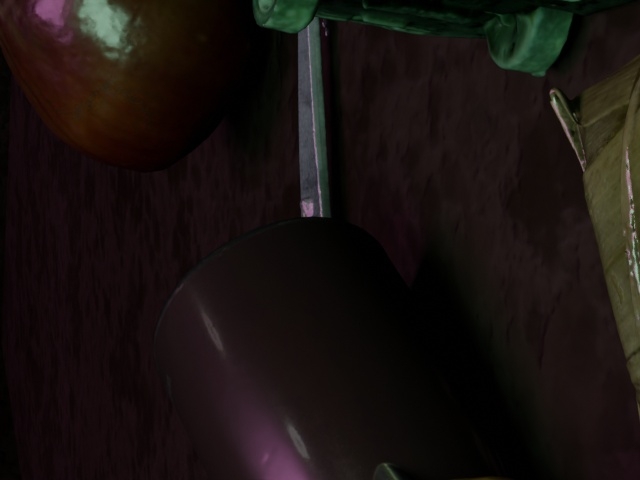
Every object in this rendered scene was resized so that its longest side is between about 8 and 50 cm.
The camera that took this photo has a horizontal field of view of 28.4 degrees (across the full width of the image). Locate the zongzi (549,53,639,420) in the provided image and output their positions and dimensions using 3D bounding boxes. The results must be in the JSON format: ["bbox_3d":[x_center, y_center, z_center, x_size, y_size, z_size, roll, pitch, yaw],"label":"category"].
[{"bbox_3d":[0.137,0.001,0.352,0.176,0.078,0.160,139,118,-74],"label":"zongzi"}]

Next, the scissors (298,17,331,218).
[{"bbox_3d":[0.001,0.000,0.833,0.191,0.029,0.360,177,92,-66],"label":"scissors"}]

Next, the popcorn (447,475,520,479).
[{"bbox_3d":[0.087,0.183,0.384,0.200,0.226,0.203,-87,-23,-49],"label":"popcorn"}]

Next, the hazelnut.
[{"bbox_3d":[-0.157,-0.170,0.997,0.251,0.217,0.217,-111,26,-60],"label":"hazelnut"}]

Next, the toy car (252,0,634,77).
[{"bbox_3d":[0.073,-0.138,0.459,0.306,0.136,0.125,-173,89,-72],"label":"toy car"}]

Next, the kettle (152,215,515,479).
[{"bbox_3d":[0.019,0.131,0.643,0.202,0.144,0.232,84,162,-44],"label":"kettle"}]
